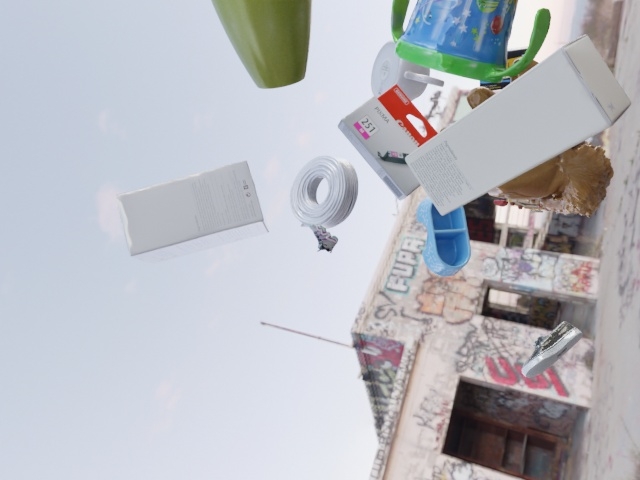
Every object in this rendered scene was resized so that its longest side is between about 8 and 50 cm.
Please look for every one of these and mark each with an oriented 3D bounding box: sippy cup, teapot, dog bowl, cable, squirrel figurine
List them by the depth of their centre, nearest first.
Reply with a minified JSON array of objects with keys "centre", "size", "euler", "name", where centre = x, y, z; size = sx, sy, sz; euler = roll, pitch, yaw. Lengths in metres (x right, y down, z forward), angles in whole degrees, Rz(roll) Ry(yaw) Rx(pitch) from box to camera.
[{"centre":[0.289,-0.456,1.066],"size":[0.240,0.306,0.223],"euler":[-64,-11,-63],"name":"sippy cup"},{"centre":[0.469,-0.186,1.269],"size":[0.280,0.397,0.370],"euler":[-61,1,-3],"name":"squirrel figurine"},{"centre":[0.009,-0.166,1.810],"size":[0.089,0.257,0.256],"euler":[12,-94,-47],"name":"cable"},{"centre":[0.437,-0.025,1.867],"size":[0.074,0.166,0.296],"euler":[140,125,-71],"name":"dog bowl"},{"centre":[0.316,-0.603,1.950],"size":[0.252,0.187,0.255],"euler":[134,136,-56],"name":"teapot"}]

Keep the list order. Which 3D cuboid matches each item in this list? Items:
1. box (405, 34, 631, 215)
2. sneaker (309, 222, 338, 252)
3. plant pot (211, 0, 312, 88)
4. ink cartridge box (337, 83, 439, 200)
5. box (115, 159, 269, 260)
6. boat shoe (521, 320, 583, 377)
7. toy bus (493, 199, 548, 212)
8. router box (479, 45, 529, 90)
[{"centre":[0.254,-0.145,0.730],"size":[0.094,0.275,0.113],"euler":[-34,-88,-40],"name":"box"},{"centre":[0.000,0.000,1.506],"size":[0.098,0.038,0.069],"euler":[33,-115,-15],"name":"sneaker"},{"centre":[-0.134,-0.557,1.383],"size":[0.274,0.275,0.293],"euler":[-50,-42,-47],"name":"plant pot"},{"centre":[0.223,-0.286,1.483],"size":[0.239,0.275,0.060],"euler":[-40,-1,-17],"name":"ink cartridge box"},{"centre":[-0.331,-0.069,1.439],"size":[0.215,0.346,0.168],"euler":[102,152,-82],"name":"box"},{"centre":[0.659,0.317,1.557],"size":[0.220,0.070,0.077],"euler":[-32,-44,-14],"name":"boat shoe"},{"centre":[0.677,-0.153,1.708],"size":[0.202,0.191,0.104],"euler":[-171,88,-79],"name":"toy bus"},{"centre":[0.651,-0.603,1.879],"size":[0.046,0.179,0.133],"euler":[-68,-30,-56],"name":"router box"}]
